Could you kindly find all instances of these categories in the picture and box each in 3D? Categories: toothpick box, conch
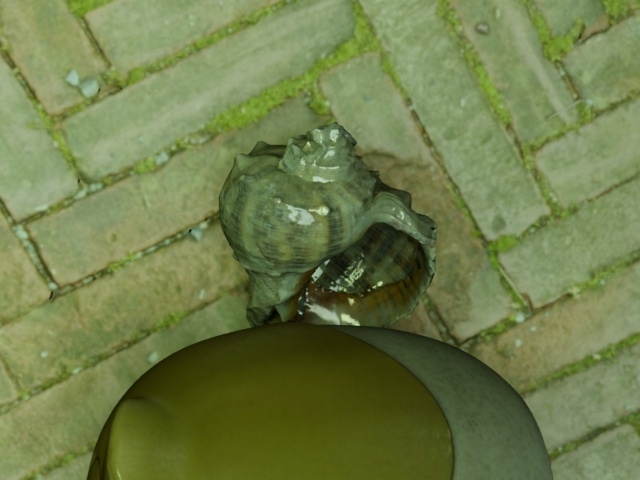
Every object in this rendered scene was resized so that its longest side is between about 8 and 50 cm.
[{"bbox_3d":[-0.022,0.283,1.865,0.425,0.409,0.409,2,102,-18],"label":"toothpick box"},{"bbox_3d":[-0.003,-0.015,1.946,0.210,0.159,0.291,-4,144,-18],"label":"conch"}]
